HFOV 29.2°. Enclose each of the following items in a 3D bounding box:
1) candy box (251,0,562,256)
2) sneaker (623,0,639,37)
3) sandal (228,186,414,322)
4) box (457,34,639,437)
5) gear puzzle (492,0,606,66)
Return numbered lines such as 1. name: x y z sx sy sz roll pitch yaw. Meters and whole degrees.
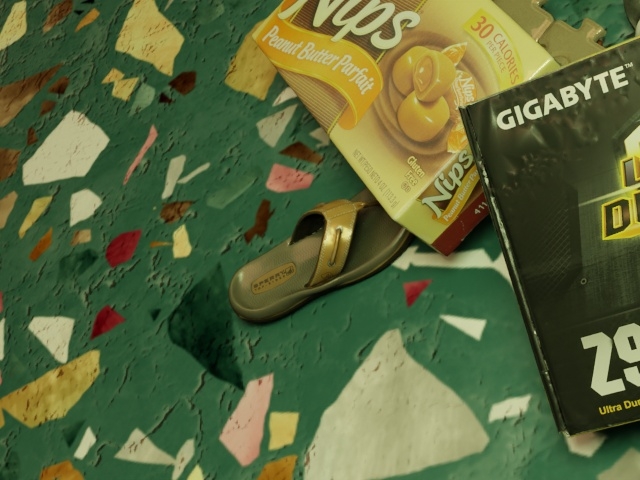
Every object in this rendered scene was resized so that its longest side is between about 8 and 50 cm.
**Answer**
1. candy box: 0.079 -0.156 1.101 0.183 0.087 0.316 -45 44 11
2. sneaker: 0.348 -0.248 1.014 0.234 0.078 0.106 -34 50 19
3. sandal: 0.000 0.000 1.135 0.219 0.060 0.090 -27 50 15
4. box: 0.283 -0.027 0.845 0.322 0.079 0.257 -19 85 27
5. gear puzzle: 0.215 -0.087 1.040 0.175 0.044 0.339 -51 44 9
